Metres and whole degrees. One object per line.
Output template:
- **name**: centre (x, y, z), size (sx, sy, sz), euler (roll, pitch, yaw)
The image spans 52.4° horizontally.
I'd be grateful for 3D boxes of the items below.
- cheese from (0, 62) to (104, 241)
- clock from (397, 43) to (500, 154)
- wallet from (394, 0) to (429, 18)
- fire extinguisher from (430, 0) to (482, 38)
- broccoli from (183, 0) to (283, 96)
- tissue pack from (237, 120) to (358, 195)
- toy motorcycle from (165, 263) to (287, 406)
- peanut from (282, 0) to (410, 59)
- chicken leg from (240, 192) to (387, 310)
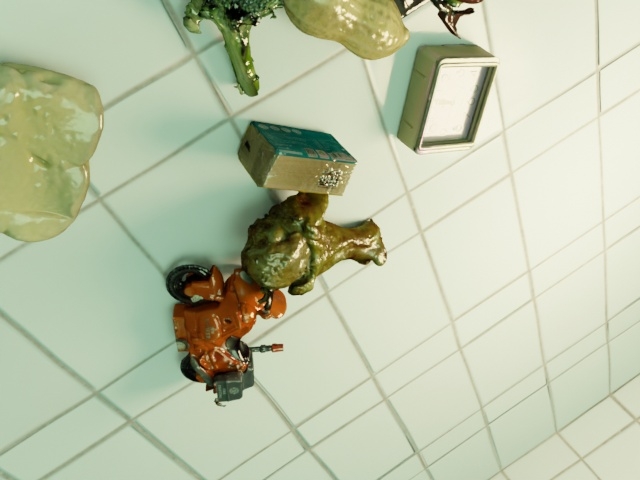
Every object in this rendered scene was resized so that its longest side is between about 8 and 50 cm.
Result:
- **cheese**: centre (-0.408, -0.118, 0.924), size (0.159, 0.093, 0.263), euler (8, 121, -32)
- **clock**: centre (0.236, -0.263, 1.220), size (0.146, 0.071, 0.192), euler (-8, 128, -26)
- **wallet**: centre (0.146, -0.517, 0.989), size (0.247, 0.041, 0.323), euler (-37, 133, -3)
- **fire extinguisher**: centre (0.255, -0.480, 0.988), size (0.141, 0.105, 0.341), euler (-2, 124, -40)
- **broccoli**: centre (-0.120, -0.299, 0.965), size (0.122, 0.118, 0.204), euler (-46, 157, -26)
- **tissue pack**: centre (-0.040, -0.137, 1.114), size (0.169, 0.120, 0.082), euler (2, 123, -35)
- **toy motorcycle**: centre (-0.175, 0.172, 1.272), size (0.221, 0.148, 0.326), euler (-2, 126, -3)
- **peanut**: centre (0.035, -0.353, 1.000), size (0.256, 0.123, 0.124), euler (15, 115, -47)
- **chicken leg**: centre (-0.010, -0.012, 1.240), size (0.361, 0.140, 0.212), euler (-21, 123, -47)
